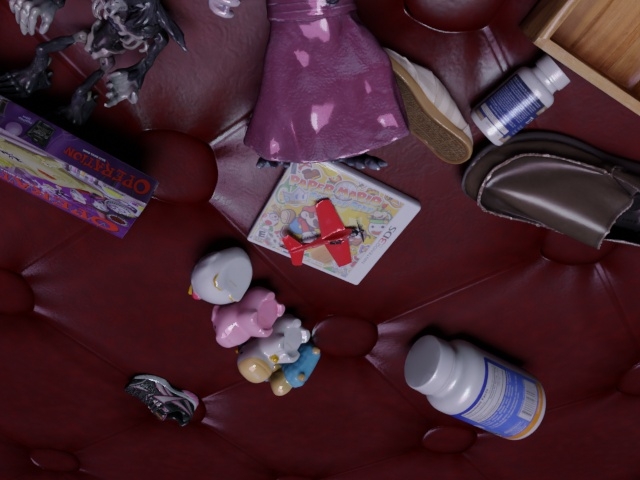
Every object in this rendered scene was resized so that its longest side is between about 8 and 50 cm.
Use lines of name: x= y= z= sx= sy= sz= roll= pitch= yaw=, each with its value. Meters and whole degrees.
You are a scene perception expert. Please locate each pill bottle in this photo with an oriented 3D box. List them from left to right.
pill bottle: x=0.312 y=0.296 z=1.026 sx=0.272 sy=0.152 sz=0.152 roll=27 pitch=125 yaw=-18
pill bottle: x=0.272 y=-0.192 z=0.681 sx=0.067 sy=0.067 sz=0.120 roll=35 pitch=123 yaw=-24

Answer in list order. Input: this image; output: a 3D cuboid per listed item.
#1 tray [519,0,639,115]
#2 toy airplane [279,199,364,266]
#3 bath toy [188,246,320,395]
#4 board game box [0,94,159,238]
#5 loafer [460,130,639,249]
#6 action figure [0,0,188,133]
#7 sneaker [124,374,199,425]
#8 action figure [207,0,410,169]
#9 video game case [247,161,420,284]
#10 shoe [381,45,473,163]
tray: x=0.443 y=-0.356 z=0.538 sx=0.202 sy=0.076 sz=0.411 roll=24 pitch=127 yaw=-17
toy airplane: x=0.000 y=0.000 z=0.840 sx=0.151 sy=0.028 sz=0.151 roll=0 pitch=131 yaw=0
bath toy: x=-0.139 y=0.154 z=0.950 sx=0.129 sy=0.151 sz=0.348 roll=9 pitch=140 yaw=43
board game box: x=-0.423 y=-0.123 z=0.718 sx=0.346 sy=0.056 sz=0.208 roll=29 pitch=158 yaw=-20
loafer: x=0.396 y=-0.065 z=0.740 sx=0.365 sy=0.130 sz=0.134 roll=8 pitch=129 yaw=-4
action figure: x=-0.279 y=-0.241 z=0.616 sx=0.275 sy=0.141 sz=0.164 roll=-33 pitch=118 yaw=29
sneaker: x=-0.372 y=0.377 z=1.164 sx=0.178 sy=0.077 sz=0.072 roll=25 pitch=125 yaw=-17
action figure: x=0.001 y=-0.273 z=0.581 sx=0.248 sy=0.276 sz=0.370 roll=-8 pitch=110 yaw=-5
video game case: x=0.019 y=-0.033 z=0.847 sx=0.227 sy=0.026 sz=0.206 roll=24 pitch=126 yaw=-16
shoe: x=0.135 y=-0.195 z=0.697 sx=0.219 sy=0.058 sz=0.076 roll=39 pitch=152 yaw=-21
